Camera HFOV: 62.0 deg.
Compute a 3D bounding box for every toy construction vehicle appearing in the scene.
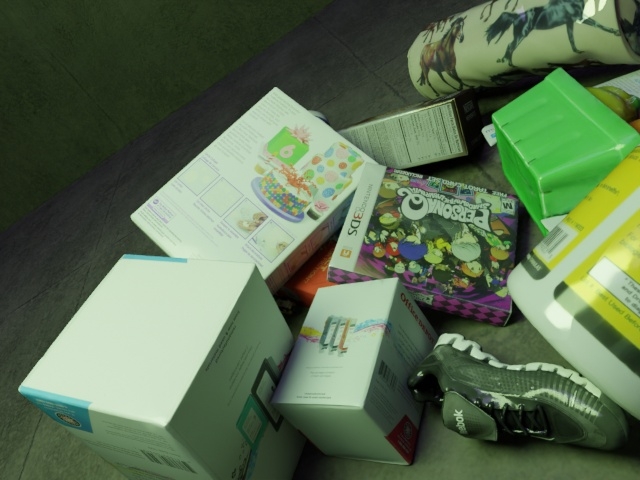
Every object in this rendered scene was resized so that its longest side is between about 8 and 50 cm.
[{"bbox_3d":[-0.074,0.138,0.888,0.098,0.035,0.086,-5,55,44],"label":"toy construction vehicle"}]

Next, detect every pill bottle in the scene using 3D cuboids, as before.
[{"bbox_3d":[0.341,-0.017,0.447,0.334,0.188,0.188,-50,28,17],"label":"pill bottle"}]

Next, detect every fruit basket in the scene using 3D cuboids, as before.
[{"bbox_3d":[0.420,-0.126,0.672,0.353,0.165,0.327,-14,36,7],"label":"fruit basket"}]

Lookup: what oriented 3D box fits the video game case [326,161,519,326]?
[{"bbox_3d":[0.147,-0.005,0.728,0.232,0.042,0.210,15,51,9],"label":"video game case"}]

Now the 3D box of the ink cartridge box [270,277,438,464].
[{"bbox_3d":[0.050,0.155,0.649,0.127,0.128,0.176,-10,40,36],"label":"ink cartridge box"}]

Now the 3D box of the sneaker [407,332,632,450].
[{"bbox_3d":[0.179,0.166,0.536,0.106,0.078,0.234,-29,22,-28],"label":"sneaker"}]

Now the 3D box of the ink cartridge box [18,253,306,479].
[{"bbox_3d":[-0.150,0.181,0.637,0.198,0.270,0.197,3,46,25],"label":"ink cartridge box"}]

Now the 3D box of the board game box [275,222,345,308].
[{"bbox_3d":[0.000,0.000,0.959,0.316,0.064,0.242,12,56,51],"label":"board game box"}]

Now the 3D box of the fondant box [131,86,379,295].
[{"bbox_3d":[-0.100,-0.063,0.873,0.238,0.096,0.330,40,77,19],"label":"fondant box"}]

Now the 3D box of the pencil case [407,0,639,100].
[{"bbox_3d":[0.353,-0.340,0.901,0.410,0.183,0.160,2,91,53],"label":"pencil case"}]

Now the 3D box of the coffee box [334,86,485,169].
[{"bbox_3d":[0.155,-0.189,0.967,0.246,0.098,0.141,-9,17,32],"label":"coffee box"}]

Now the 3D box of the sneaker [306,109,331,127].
[{"bbox_3d":[-0.083,-0.109,1.032,0.323,0.130,0.236,-27,49,-8],"label":"sneaker"}]
